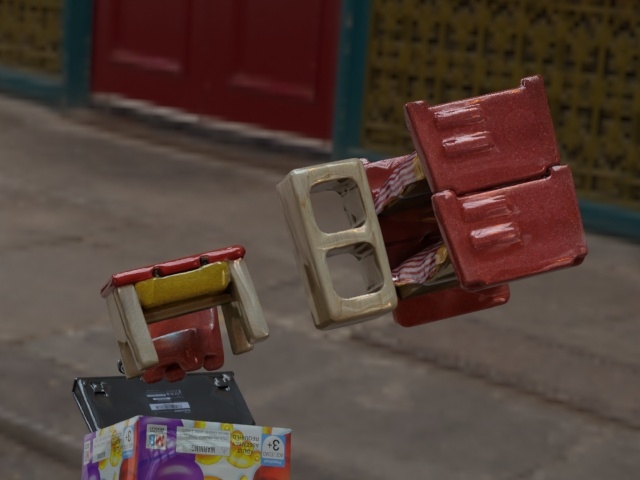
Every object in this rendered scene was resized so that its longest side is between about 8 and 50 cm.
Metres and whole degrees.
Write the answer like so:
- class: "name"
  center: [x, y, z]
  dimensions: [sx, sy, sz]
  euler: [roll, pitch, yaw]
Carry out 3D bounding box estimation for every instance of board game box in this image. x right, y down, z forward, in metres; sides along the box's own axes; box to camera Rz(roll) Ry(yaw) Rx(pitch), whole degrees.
- class: "board game box"
  center: [-0.119, 0.297, 1.497]
  dimensions: [0.142, 0.275, 0.144]
  euler: [8, -16, -25]

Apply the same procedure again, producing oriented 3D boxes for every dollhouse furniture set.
- class: "dollhouse furniture set"
  center: [0.000, 0.000, 1.406]
  dimensions: [0.374, 0.152, 0.201]
  euler: [-13, -9, -18]

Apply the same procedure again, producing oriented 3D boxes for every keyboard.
- class: "keyboard"
  center: [-0.158, 0.157, 1.772]
  dimensions: [0.180, 0.023, 0.108]
  euler: [1, 45, -34]
